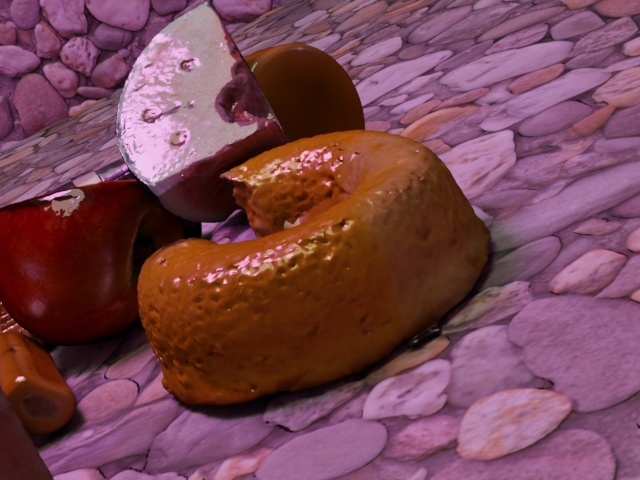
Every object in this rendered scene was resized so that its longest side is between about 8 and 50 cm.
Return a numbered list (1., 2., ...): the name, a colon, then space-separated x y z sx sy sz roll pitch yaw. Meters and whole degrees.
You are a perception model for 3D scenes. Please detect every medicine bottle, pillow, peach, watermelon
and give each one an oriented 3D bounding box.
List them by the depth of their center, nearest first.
1. watermelon: -0.142 -0.164 1.579 0.226 0.148 0.318 -1 61 22
2. peach: -0.338 0.023 1.599 0.274 0.248 0.245 1 69 35
3. medicine bottle: -0.091 -0.167 1.778 0.238 0.238 0.232 -39 23 -33
4. pillow: -0.421 -0.077 2.163 0.250 0.106 0.186 -28 0 -14

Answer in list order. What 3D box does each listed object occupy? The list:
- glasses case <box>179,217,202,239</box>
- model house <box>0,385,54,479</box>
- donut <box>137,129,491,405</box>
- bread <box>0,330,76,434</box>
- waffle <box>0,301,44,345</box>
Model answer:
1. glasses case: -0.344 -0.013 1.810 0.321 0.082 0.122 0 31 2
2. model house: -0.464 0.205 1.188 0.280 0.312 0.245 -31 22 -19
3. donut: 0.000 0.000 1.343 0.377 0.163 0.435 -14 22 28
4. bread: -0.369 0.179 1.472 0.074 0.092 0.239 -62 22 -1
5. waffle: -0.451 0.120 1.777 0.253 0.056 0.249 -9 25 44
